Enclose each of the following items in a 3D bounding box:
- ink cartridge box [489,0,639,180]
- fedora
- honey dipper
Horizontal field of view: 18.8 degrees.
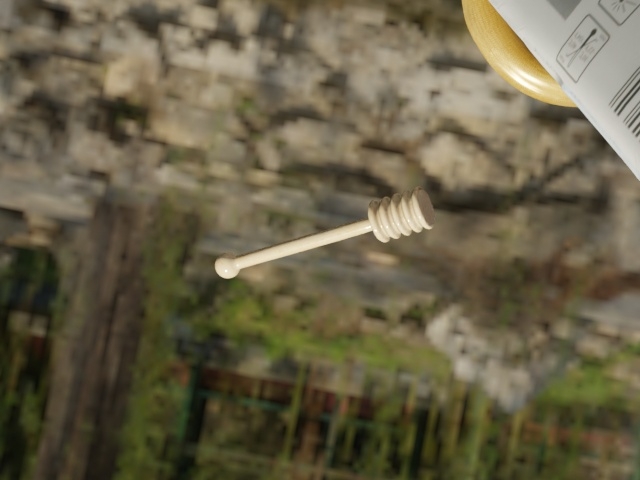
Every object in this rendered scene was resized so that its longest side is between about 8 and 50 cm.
[{"bbox_3d":[0.265,-0.002,0.911,0.385,0.091,0.308,34,-165,-32],"label":"ink cartridge box"},{"bbox_3d":[0.193,-0.198,1.524,0.194,0.194,0.079,11,174,-5],"label":"fedora"},{"bbox_3d":[0.000,0.000,1.316,0.161,0.030,0.030,-18,164,23],"label":"honey dipper"}]
